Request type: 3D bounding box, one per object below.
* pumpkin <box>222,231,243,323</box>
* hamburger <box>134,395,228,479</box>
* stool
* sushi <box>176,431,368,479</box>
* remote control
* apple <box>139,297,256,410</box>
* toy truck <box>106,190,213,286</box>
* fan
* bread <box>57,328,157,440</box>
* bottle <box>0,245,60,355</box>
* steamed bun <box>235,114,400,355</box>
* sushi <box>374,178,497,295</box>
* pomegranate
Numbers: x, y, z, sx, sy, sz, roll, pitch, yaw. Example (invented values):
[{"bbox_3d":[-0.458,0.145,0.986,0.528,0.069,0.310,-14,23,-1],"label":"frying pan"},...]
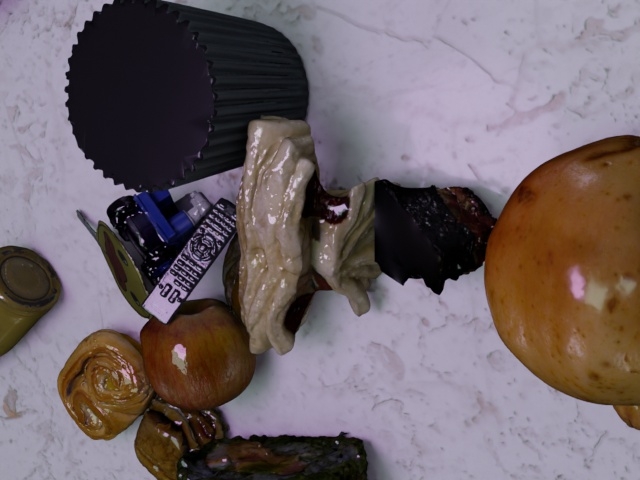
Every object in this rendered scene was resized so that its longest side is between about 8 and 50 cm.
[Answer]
[{"bbox_3d":[-0.122,0.010,1.554,0.111,0.163,0.279,29,110,25],"label":"pumpkin"},{"bbox_3d":[-0.295,0.407,1.747,0.183,0.130,0.206,36,117,21],"label":"hamburger"},{"bbox_3d":[-0.200,-0.242,1.450,0.297,0.330,0.297,6,102,28],"label":"stool"},{"bbox_3d":[-0.091,0.462,1.551,0.351,0.294,0.178,-6,93,31],"label":"sushi"},{"bbox_3d":[-0.223,0.036,1.541,0.063,0.025,0.245,37,89,0],"label":"remote control"},{"bbox_3d":[-0.225,0.210,1.620,0.211,0.211,0.188,0,109,29],"label":"apple"},{"bbox_3d":[-0.280,-0.026,1.621,0.177,0.213,0.161,-35,80,-9],"label":"toy truck"},{"bbox_3d":[-0.413,0.038,1.745,0.335,0.011,0.230,43,151,35],"label":"fan"},{"bbox_3d":[-0.441,0.294,1.807,0.198,0.120,0.236,48,117,11],"label":"bread"},{"bbox_3d":[-0.735,0.173,1.919,0.351,0.171,0.171,-40,80,30],"label":"bottle"},{"bbox_3d":[0.000,0.000,1.458,0.189,0.247,0.428,24,122,31],"label":"steamed bun"},{"bbox_3d":[0.195,-0.012,1.381,0.172,0.150,0.153,35,133,52],"label":"sushi"},{"bbox_3d":[0.415,0.069,1.165,0.410,0.410,0.410,6,102,28],"label":"pomegranate"}]
